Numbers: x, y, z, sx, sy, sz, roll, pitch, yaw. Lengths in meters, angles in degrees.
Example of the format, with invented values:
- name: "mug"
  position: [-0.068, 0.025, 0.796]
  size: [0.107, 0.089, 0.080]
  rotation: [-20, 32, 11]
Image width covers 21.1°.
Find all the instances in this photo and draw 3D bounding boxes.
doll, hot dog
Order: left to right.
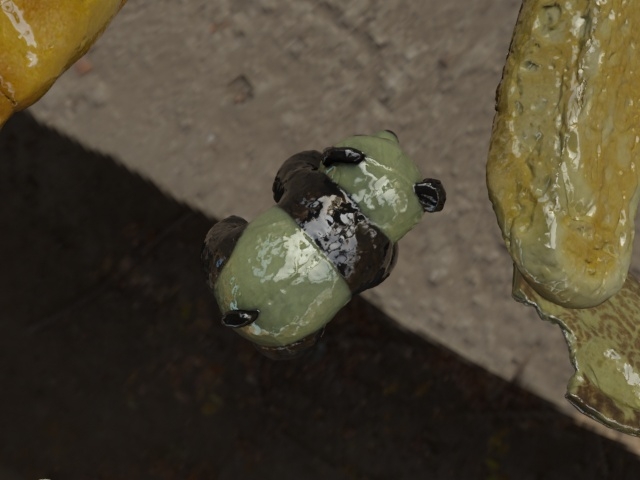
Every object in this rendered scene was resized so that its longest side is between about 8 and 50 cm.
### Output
- name: "doll"
  position: [0.000, 0.002, 1.531]
  size: [0.234, 0.135, 0.143]
  rotation: [-43, 98, -9]
- name: "hot dog"
  position: [0.140, -0.084, 0.920]
  size: [0.073, 0.084, 0.242]
  rotation: [4, 77, 50]

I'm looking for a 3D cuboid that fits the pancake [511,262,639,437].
- name: "pancake"
  position: [0.274, 0.087, 1.636]
  size: [0.029, 0.212, 0.235]
  rotation: [-45, 56, 38]

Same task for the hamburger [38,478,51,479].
- name: "hamburger"
  position: [-0.136, 0.183, 0.803]
  size: [0.054, 0.084, 0.121]
  rotation: [-9, 115, 41]

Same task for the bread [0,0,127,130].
- name: "bread"
  position: [-0.191, -0.193, 1.063]
  size: [0.132, 0.294, 0.167]
  rotation: [-1, 132, 46]
